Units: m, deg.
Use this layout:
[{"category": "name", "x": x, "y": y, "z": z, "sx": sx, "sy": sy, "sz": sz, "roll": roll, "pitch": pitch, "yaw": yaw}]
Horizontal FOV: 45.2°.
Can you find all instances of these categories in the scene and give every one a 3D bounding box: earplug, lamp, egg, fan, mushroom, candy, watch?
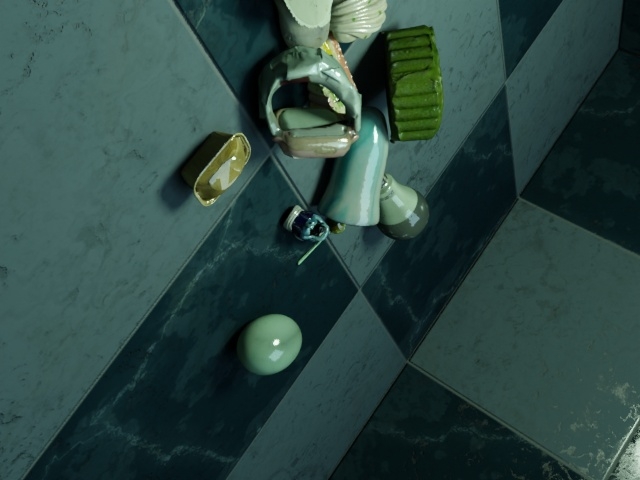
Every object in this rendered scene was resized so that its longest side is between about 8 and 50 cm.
[{"category": "earplug", "x": 0.107, "y": -0.221, "z": 2.181, "sx": 0.185, "sy": 0.185, "sz": 0.324, "roll": -19, "pitch": 125, "yaw": -53}, {"category": "lamp", "x": 0.226, "y": -0.111, "z": 2.511, "sx": 0.313, "sy": 0.182, "sz": 0.182, "roll": 25, "pitch": 95, "yaw": -43}, {"category": "egg", "x": -0.147, "y": 0.302, "z": 2.249, "sx": 0.230, "sy": 0.168, "sz": 0.168, "roll": -24, "pitch": 137, "yaw": -53}, {"category": "fan", "x": -0.078, "y": -0.554, "z": 1.550, "sx": 0.414, "sy": 0.012, "sz": 0.233, "roll": -13, "pitch": 97, "yaw": -59}, {"category": "mushroom", "x": -0.048, "y": -0.507, "z": 1.683, "sx": 0.116, "sy": 0.093, "sz": 0.225, "roll": -35, "pitch": 156, "yaw": -2}, {"category": "candy", "x": 0.000, "y": 0.000, "z": 2.342, "sx": 0.202, "sy": 0.061, "sz": 0.061, "roll": -45, "pitch": 151, "yaw": -9}, {"category": "watch", "x": -0.025, "y": -0.331, "z": 1.792, "sx": 0.253, "sy": 0.162, "sz": 0.241, "roll": -5, "pitch": 132, "yaw": -20}]

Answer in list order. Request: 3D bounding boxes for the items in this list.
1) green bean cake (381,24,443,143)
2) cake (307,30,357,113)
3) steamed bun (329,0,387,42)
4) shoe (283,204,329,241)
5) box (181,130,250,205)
[{"category": "green bean cake", "x": 0.253, "y": -0.424, "z": 2.098, "sx": 0.247, "sy": 0.156, "sz": 0.250, "roll": 80, "pitch": 4, "yaw": -53}, {"category": "cake", "x": 0.008, "y": -0.419, "z": 1.926, "sx": 0.109, "sy": 0.090, "sz": 0.225, "roll": -46, "pitch": 132, "yaw": -24}, {"category": "steamed bun", "x": 0.094, "y": -0.558, "z": 1.837, "sx": 0.183, "sy": 0.106, "sz": 0.183, "roll": -39, "pitch": 140, "yaw": -43}, {"category": "shoe", "x": -0.026, "y": -0.032, "z": 2.190, "sx": 0.092, "sy": 0.106, "sz": 0.207, "roll": -58, "pitch": 159, "yaw": 2}, {"category": "box", "x": -0.227, "y": -0.163, "z": 1.710, "sx": 0.177, "sy": 0.111, "sz": 0.111, "roll": -52, "pitch": 153, "yaw": -13}]
